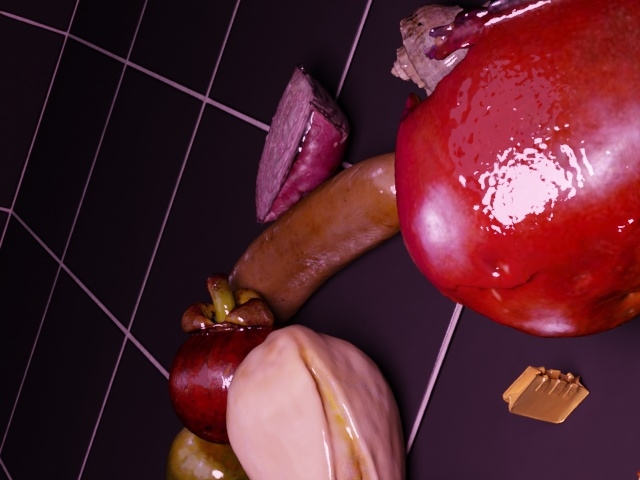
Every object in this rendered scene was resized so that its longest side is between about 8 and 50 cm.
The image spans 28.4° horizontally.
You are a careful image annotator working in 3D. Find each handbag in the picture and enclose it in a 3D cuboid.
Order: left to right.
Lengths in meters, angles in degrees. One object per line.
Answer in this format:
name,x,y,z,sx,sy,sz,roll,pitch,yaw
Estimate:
handbag,0.253,0.173,1.423,0.061,0.083,0.027,-53,37,28

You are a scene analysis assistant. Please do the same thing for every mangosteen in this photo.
mangosteen,-0.122,0.173,1.858,0.215,0.215,0.258,-20,76,55

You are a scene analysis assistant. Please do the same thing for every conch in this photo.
conch,0.187,-0.260,1.742,0.207,0.130,0.155,-20,92,29

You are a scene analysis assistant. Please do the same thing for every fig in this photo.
fig,-0.155,0.371,1.968,0.233,0.167,0.167,81,-176,-59

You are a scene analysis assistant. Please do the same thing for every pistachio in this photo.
pistachio,0.000,0.262,1.665,0.238,0.229,0.321,101,152,-65

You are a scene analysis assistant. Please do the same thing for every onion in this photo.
onion,-0.021,-0.133,1.985,0.250,0.111,0.247,-104,32,-60

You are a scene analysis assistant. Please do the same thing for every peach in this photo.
peach,0.278,-0.107,1.281,0.353,0.339,0.417,33,107,25

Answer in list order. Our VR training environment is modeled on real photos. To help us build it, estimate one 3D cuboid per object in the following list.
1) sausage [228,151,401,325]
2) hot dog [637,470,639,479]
sausage,0.000,-0.003,1.882,0.501,0.123,0.136,-39,47,44
hot dog,0.337,0.318,1.228,0.102,0.076,0.249,-11,67,53
